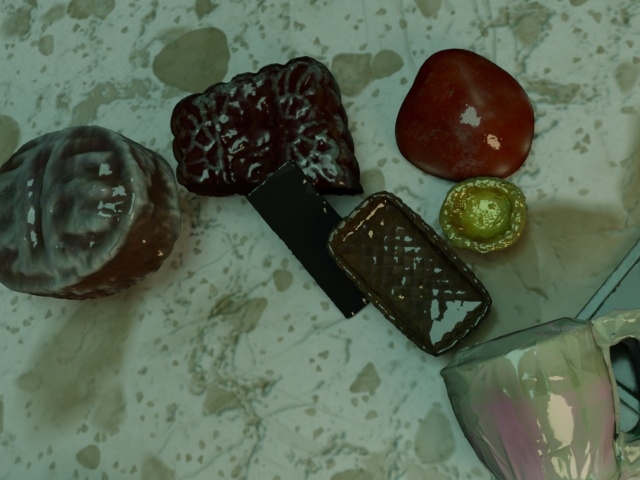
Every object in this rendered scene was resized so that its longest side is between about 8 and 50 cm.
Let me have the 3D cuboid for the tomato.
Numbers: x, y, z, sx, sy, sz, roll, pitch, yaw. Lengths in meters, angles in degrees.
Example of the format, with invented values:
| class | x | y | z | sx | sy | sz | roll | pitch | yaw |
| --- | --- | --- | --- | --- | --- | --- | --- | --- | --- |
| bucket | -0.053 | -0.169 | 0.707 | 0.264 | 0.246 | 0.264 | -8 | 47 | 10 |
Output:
| class | x | y | z | sx | sy | sz | roll | pitch | yaw |
| --- | --- | --- | --- | --- | --- | --- | --- | --- | --- |
| tomato | 0.176 | -0.159 | 1.061 | 0.174 | 0.082 | 0.166 | 23 | 80 | 25 |

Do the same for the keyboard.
| class | x | y | z | sx | sy | sz | roll | pitch | yaw |
| --- | --- | --- | --- | --- | --- | --- | --- | --- | --- |
| keyboard | 0.000 | 0.000 | 1.043 | 0.074 | 0.015 | 0.196 | -39 | 101 | 6 |

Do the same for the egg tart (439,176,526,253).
| class | x | y | z | sx | sy | sz | roll | pitch | yaw |
| --- | --- | --- | --- | --- | --- | --- | --- | --- | --- |
| egg tart | 0.192 | -0.028 | 1.034 | 0.105 | 0.039 | 0.105 | -5 | 71 | 16 |

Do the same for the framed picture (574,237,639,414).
| class | x | y | z | sx | sy | sz | roll | pitch | yaw |
| --- | --- | --- | --- | --- | --- | --- | --- | --- | --- |
| framed picture | 0.407 | 0.117 | 0.931 | 0.252 | 0.014 | 0.197 | 39 | 87 | 25 |

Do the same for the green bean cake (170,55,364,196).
| class | x | y | z | sx | sy | sz | roll | pitch | yaw |
| --- | --- | --- | --- | --- | --- | --- | --- | --- | --- |
| green bean cake | -0.074 | -0.120 | 1.120 | 0.232 | 0.097 | 0.199 | -13 | 69 | 13 |

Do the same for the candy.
| class | x | y | z | sx | sy | sz | roll | pitch | yaw |
| --- | --- | --- | --- | --- | --- | --- | --- | --- | --- |
| candy | -0.309 | -0.031 | 1.127 | 0.289 | 0.157 | 0.215 | -8 | 73 | 31 |

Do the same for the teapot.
| class | x | y | z | sx | sy | sz | roll | pitch | yaw |
| --- | --- | --- | --- | --- | --- | --- | --- | --- | --- |
| teapot | 0.246 | 0.174 | 0.908 | 0.221 | 0.163 | 0.178 | -13 | 81 | -29 |

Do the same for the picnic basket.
| class | x | y | z | sx | sy | sz | roll | pitch | yaw |
| --- | --- | --- | --- | --- | --- | --- | --- | --- | --- |
| picnic basket | 0.100 | 0.037 | 1.007 | 0.110 | 0.055 | 0.193 | -43 | 89 | 1 |
